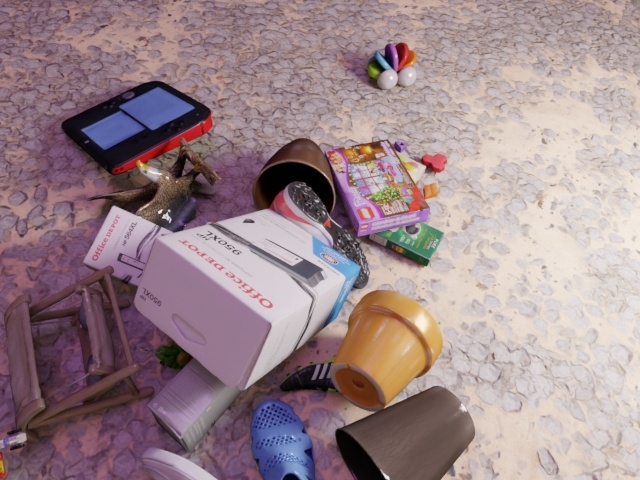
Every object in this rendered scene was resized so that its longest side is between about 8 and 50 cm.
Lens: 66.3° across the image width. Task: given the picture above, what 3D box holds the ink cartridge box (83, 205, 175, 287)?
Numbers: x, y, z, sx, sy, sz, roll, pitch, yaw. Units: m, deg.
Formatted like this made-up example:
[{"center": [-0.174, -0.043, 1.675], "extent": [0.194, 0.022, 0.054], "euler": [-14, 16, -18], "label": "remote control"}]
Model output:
[{"center": [-0.419, 0.033, 1.143], "extent": [0.203, 0.086, 0.148], "euler": [25, 74, -13], "label": "ink cartridge box"}]

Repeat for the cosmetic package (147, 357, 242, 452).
[{"center": [-0.225, 0.294, 1.007], "extent": [0.107, 0.127, 0.238], "euler": [35, 59, 19], "label": "cosmetic package"}]

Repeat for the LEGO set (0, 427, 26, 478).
[{"center": [-0.632, 0.381, 0.871], "extent": [0.182, 0.060, 0.244], "euler": [25, 89, 12], "label": "LEGO set"}]

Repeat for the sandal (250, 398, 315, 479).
[{"center": [-0.055, 0.442, 0.909], "extent": [0.126, 0.138, 0.318], "euler": [-15, 55, -14], "label": "sandal"}]

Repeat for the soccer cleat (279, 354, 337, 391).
[{"center": [0.001, 0.301, 1.067], "extent": [0.178, 0.060, 0.072], "euler": [-15, 58, -19], "label": "soccer cleat"}]

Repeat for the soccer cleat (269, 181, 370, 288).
[{"center": [0.000, 0.000, 1.242], "extent": [0.318, 0.116, 0.108], "euler": [50, 43, -7], "label": "soccer cleat"}]

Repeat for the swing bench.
[{"center": [-0.510, 0.228, 1.003], "extent": [0.254, 0.165, 0.253], "euler": [-19, 58, -18], "label": "swing bench"}]

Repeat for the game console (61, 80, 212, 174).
[{"center": [-0.537, -0.348, 1.438], "extent": [0.342, 0.060, 0.386], "euler": [-33, 48, -27], "label": "game console"}]

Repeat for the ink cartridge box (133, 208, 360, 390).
[{"center": [-0.132, 0.093, 1.029], "extent": [0.285, 0.166, 0.395], "euler": [33, 24, 17], "label": "ink cartridge box"}]

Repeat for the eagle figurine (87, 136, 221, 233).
[{"center": [-0.427, -0.126, 1.290], "extent": [0.298, 0.225, 0.226], "euler": [-45, 21, 0], "label": "eagle figurine"}]

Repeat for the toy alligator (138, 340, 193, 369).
[{"center": [-0.313, 0.248, 1.036], "extent": [0.056, 0.189, 0.051], "euler": [29, 97, 34], "label": "toy alligator"}]

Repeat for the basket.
[{"center": [0.177, 0.397, 0.962], "extent": [0.226, 0.154, 0.204], "euler": [-25, 52, -27], "label": "basket"}]

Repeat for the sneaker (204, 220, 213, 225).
[{"center": [-0.266, 0.053, 1.207], "extent": [0.092, 0.087, 0.229], "euler": [11, 55, -1], "label": "sneaker"}]

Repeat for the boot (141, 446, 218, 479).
[{"center": [-0.239, 0.485, 0.880], "extent": [0.258, 0.095, 0.123], "euler": [24, 48, 11], "label": "boot"}]

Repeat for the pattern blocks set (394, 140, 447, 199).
[{"center": [0.220, -0.203, 1.458], "extent": [0.285, 0.026, 0.325], "euler": [21, 48, 14], "label": "pattern blocks set"}]

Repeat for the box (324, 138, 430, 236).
[{"center": [0.147, -0.153, 1.349], "extent": [0.200, 0.057, 0.293], "euler": [-13, 52, -12], "label": "box"}]

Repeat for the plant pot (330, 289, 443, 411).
[{"center": [0.122, 0.239, 1.016], "extent": [0.205, 0.205, 0.188], "euler": [31, 47, 17], "label": "plant pot"}]

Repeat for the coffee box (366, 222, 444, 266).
[{"center": [0.231, -0.013, 1.334], "extent": [0.184, 0.040, 0.113], "euler": [25, 53, 13], "label": "coffee box"}]

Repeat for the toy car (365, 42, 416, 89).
[{"center": [0.256, -0.632, 1.737], "extent": [0.181, 0.136, 0.159], "euler": [-13, 56, -15], "label": "toy car"}]

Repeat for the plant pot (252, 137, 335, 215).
[{"center": [-0.059, -0.182, 1.347], "extent": [0.215, 0.215, 0.230], "euler": [8, 39, 0], "label": "plant pot"}]
